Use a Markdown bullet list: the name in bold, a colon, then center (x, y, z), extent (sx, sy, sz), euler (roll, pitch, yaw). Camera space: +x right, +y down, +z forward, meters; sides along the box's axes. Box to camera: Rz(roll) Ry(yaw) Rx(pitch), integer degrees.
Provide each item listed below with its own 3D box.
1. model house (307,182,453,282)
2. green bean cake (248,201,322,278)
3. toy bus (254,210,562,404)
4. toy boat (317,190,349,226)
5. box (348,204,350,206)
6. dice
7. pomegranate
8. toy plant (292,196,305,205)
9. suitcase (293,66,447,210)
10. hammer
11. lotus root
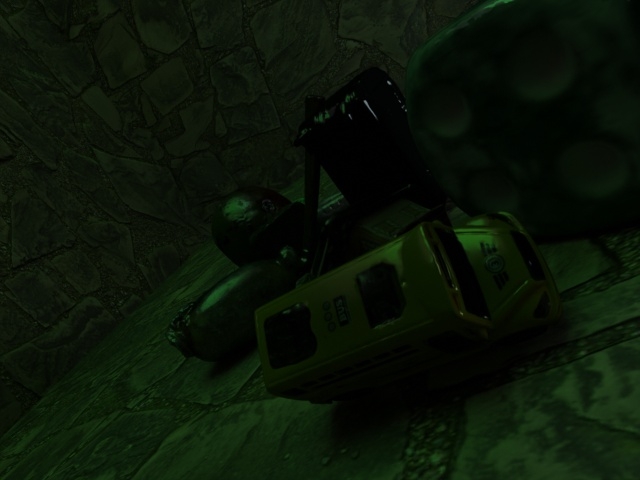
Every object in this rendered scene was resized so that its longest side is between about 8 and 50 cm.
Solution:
- **model house**: center (0.122, 0.042, 0.748), extent (0.294, 0.154, 0.207), euler (-27, -42, -51)
- **green bean cake**: center (-0.086, 0.006, 1.274), extent (0.181, 0.173, 0.094), euler (-43, 16, -20)
- **toy bus**: center (0.087, 0.083, 0.533), extent (0.331, 0.151, 0.145), euler (-29, 58, 25)
- **toy boat**: center (0.050, -0.140, 1.627), extent (0.227, 0.085, 0.155), euler (-35, 14, 2)
- **box**: center (0.108, -0.090, 1.383), extent (0.024, 0.053, 0.083), euler (-28, 14, 32)
- **dice**: center (0.352, -0.223, 0.650), extent (0.330, 0.328, 0.348), euler (-43, 16, -27)
- **pomegranate**: center (-0.218, -0.011, 1.455), extent (0.323, 0.291, 0.291), euler (-41, 9, 28)
- **toy plant**: center (-0.129, -0.090, 1.894), extent (0.240, 0.088, 0.154), euler (-44, 29, -5)
- **suitcase**: center (0.143, -0.196, 1.038), extent (0.188, 0.345, 0.339), euler (-30, 15, 35)
- **hammer**: center (-0.020, -0.128, 1.132), extent (0.044, 0.440, 0.168), euler (17, 26, 32)
- **lotus root**: center (-0.177, 0.149, 1.054), extent (0.349, 0.175, 0.175), euler (-35, 13, -17)
